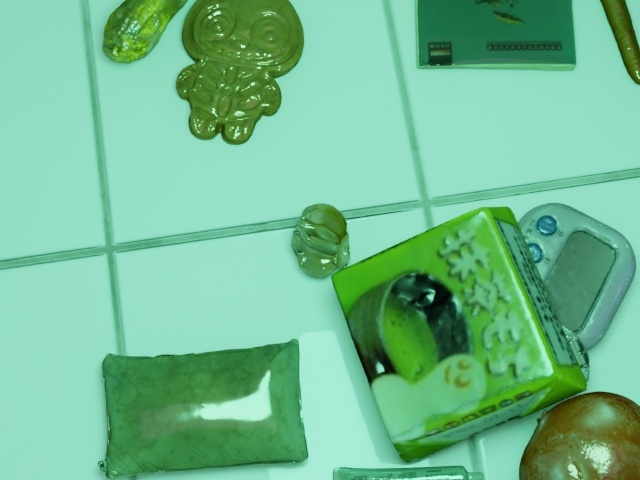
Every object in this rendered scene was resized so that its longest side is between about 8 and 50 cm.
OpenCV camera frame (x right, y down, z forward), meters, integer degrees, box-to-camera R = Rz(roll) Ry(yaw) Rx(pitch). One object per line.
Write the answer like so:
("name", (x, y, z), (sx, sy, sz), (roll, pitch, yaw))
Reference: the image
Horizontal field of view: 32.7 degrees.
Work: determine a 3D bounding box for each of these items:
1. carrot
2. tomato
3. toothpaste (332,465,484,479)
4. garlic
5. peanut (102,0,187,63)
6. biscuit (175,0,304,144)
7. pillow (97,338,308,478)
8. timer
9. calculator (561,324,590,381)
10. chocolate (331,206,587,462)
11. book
("carrot", (0.491, -0.369, 1.798), (0.043, 0.043, 0.247), (-13, 76, -5))
("tomato", (0.387, 0.325, 1.492), (0.232, 0.189, 0.231), (-6, 100, -36))
("toothpaste", (0.128, 0.353, 1.580), (0.218, 0.041, 0.064), (-5, 79, 2))
("garlic", (-0.005, -0.001, 1.664), (0.094, 0.074, 0.113), (15, 79, -17))
("peanut", (-0.281, -0.371, 1.767), (0.087, 0.087, 0.206), (30, 73, 8))
("biscuit", (-0.137, -0.295, 1.769), (0.202, 0.044, 0.288), (15, 72, 4))
("pillow", (-0.174, 0.243, 1.588), (0.303, 0.075, 0.184), (-5, 72, -3))
("timer", (0.362, 0.058, 1.649), (0.191, 0.069, 0.208), (29, 79, 7))
("calculator", (0.307, 0.190, 1.599), (0.175, 0.032, 0.100), (-23, 90, 16))
("chocolate", (0.185, 0.126, 1.553), (0.289, 0.137, 0.300), (-25, 73, 13))
("book", (0.286, -0.458, 1.827), (0.264, 0.031, 0.379), (-1, 73, 0))
